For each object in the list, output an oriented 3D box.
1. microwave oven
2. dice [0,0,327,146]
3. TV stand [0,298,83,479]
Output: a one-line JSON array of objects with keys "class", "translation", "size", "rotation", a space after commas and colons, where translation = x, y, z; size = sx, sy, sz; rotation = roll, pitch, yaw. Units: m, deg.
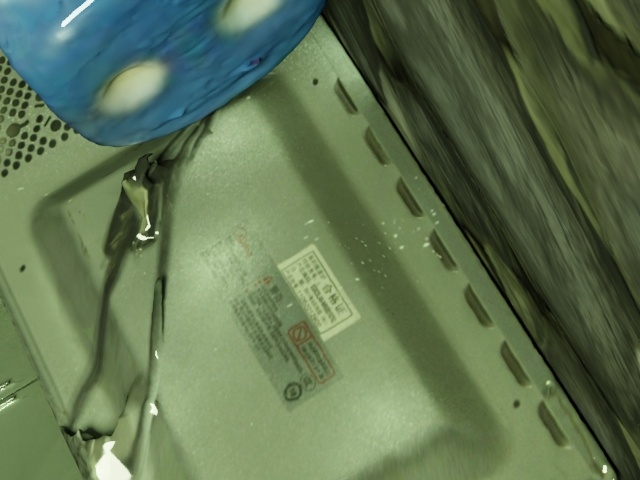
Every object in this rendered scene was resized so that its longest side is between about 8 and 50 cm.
[{"class": "microwave oven", "translation": [-0.027, 0.055, 0.879], "size": [0.432, 0.236, 0.374], "rotation": [59, 178, 26]}, {"class": "dice", "translation": [-0.086, -0.136, 0.618], "size": [0.146, 0.146, 0.143], "rotation": [59, -179, 21]}, {"class": "TV stand", "translation": [-0.172, 0.121, 0.856], "size": [0.088, 0.083, 0.269], "rotation": [58, 179, -40]}]
